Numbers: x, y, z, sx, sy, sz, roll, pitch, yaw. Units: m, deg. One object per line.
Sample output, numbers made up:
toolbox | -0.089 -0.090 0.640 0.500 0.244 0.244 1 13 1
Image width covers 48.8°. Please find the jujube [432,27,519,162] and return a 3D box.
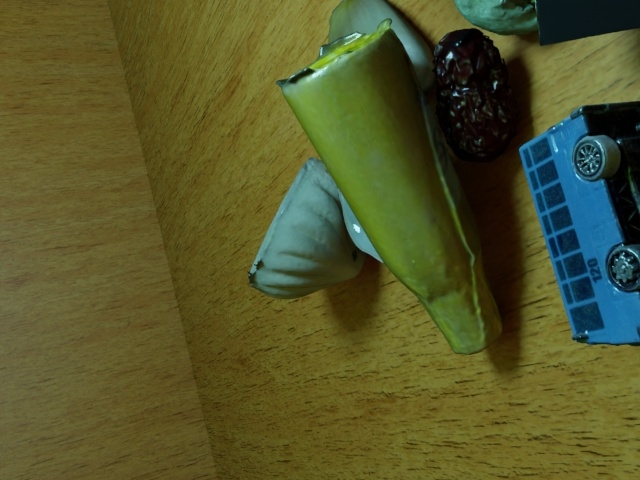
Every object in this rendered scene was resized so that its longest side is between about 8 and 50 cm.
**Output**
jujube | 0.192 -0.179 0.871 0.104 0.104 0.166 35 142 55

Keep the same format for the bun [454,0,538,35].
bun | 0.205 -0.331 0.770 0.204 0.127 0.212 35 130 57

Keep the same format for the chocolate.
chocolate | 0.120 -0.054 0.916 0.445 0.162 0.162 60 158 -16

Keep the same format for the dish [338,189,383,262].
dish | 0.117 -0.079 1.090 0.229 0.081 0.229 23 117 56

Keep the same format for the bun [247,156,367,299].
bun | 0.000 0.000 1.247 0.263 0.175 0.263 -154 90 -89

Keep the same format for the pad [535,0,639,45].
pad | 0.277 -0.319 0.652 0.170 0.006 0.245 -5 96 25

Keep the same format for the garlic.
garlic | 0.082 -0.273 1.053 0.143 0.112 0.318 -52 43 28

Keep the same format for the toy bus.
toy bus | 0.299 -0.010 0.711 0.133 0.116 0.234 -33 68 62
